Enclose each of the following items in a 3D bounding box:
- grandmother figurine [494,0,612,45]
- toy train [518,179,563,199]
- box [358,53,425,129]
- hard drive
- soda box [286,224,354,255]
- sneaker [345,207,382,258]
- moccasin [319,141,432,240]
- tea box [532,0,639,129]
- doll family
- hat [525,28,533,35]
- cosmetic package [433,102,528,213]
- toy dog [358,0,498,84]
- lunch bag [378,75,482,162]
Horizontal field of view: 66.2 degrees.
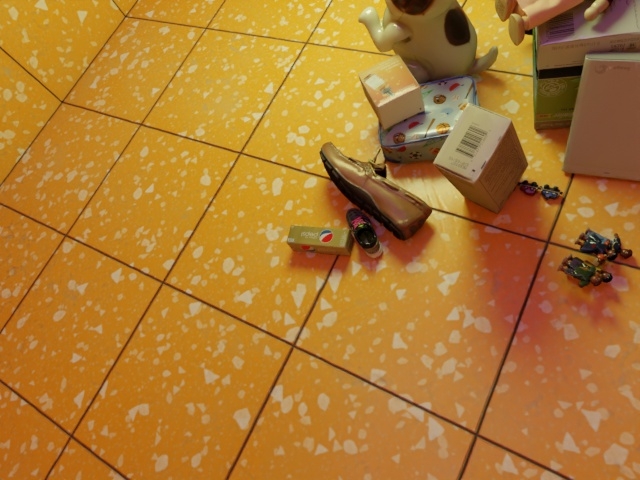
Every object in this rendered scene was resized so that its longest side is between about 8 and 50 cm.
[{"bbox_3d":[0.570,-0.576,1.085,0.342,0.104,0.208,-23,86,7],"label":"grandmother figurine"},{"bbox_3d":[0.549,-0.136,1.288,0.158,0.027,0.036,17,75,26],"label":"toy train"},{"bbox_3d":[0.201,-0.424,1.396,0.130,0.091,0.171,-25,53,6],"label":"box"},{"bbox_3d":[0.700,-0.281,1.146,0.202,0.308,0.040,11,49,24],"label":"hard drive"},{"bbox_3d":[0.000,0.000,1.396,0.181,0.061,0.058,5,67,22],"label":"soda box"},{"bbox_3d":[0.116,-0.033,1.363,0.063,0.075,0.171,-29,59,4],"label":"sneaker"},{"bbox_3d":[0.146,-0.165,1.380,0.147,0.139,0.380,-45,60,-7],"label":"moccasin"},{"bbox_3d":[0.665,-0.515,1.259,0.219,0.323,0.329,0,64,22],"label":"tea box"},{"bbox_3d":[0.644,0.042,1.142,0.111,0.076,0.193,30,75,34],"label":"doll family"},{"bbox_3d":[0.666,-0.729,1.357,0.330,0.331,0.134,0,67,19],"label":"hat"},{"bbox_3d":[0.396,-0.185,1.185,0.113,0.309,0.160,33,96,29],"label":"cosmetic package"},{"bbox_3d":[0.294,-0.629,1.398,0.395,0.408,0.285,35,81,30],"label":"toy dog"},{"bbox_3d":[0.320,-0.356,1.430,0.303,0.115,0.243,-5,61,18],"label":"lunch bag"}]
